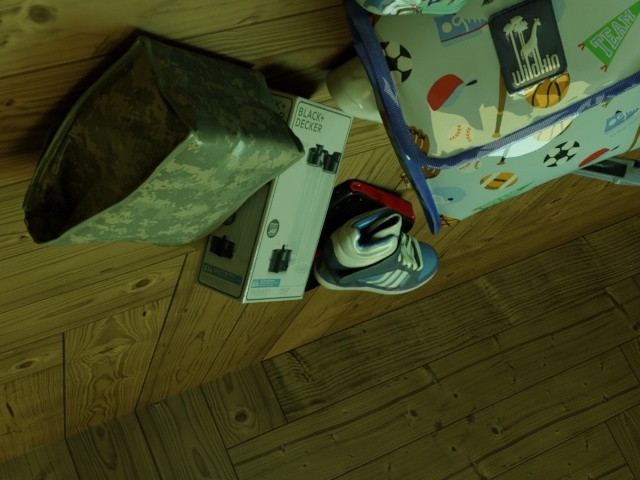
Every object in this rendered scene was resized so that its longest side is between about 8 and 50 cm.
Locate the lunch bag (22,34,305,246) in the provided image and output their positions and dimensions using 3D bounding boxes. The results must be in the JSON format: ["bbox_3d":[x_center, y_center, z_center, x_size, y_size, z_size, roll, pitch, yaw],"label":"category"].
[{"bbox_3d":[-0.206,-0.093,1.054,0.287,0.169,0.235,-38,161,26],"label":"lunch bag"}]

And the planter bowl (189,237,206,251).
[{"bbox_3d":[-0.178,-0.055,1.292,0.109,0.162,0.162,3,162,-3],"label":"planter bowl"}]

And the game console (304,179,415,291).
[{"bbox_3d":[0.000,0.000,1.898,0.386,0.060,0.342,-32,154,23],"label":"game console"}]

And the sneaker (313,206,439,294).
[{"bbox_3d":[0.160,0.018,1.830,0.322,0.130,0.236,-3,155,-25],"label":"sneaker"}]

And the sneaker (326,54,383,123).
[{"bbox_3d":[0.162,-0.242,1.250,0.169,0.108,0.292,-32,163,35],"label":"sneaker"}]

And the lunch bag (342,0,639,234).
[{"bbox_3d":[0.217,-0.206,0.985,0.327,0.239,0.385,-23,151,4],"label":"lunch bag"}]

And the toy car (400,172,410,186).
[{"bbox_3d":[0.217,-0.150,1.776,0.060,0.041,0.122,-19,163,-22],"label":"toy car"}]

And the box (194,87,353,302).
[{"bbox_3d":[-0.063,-0.063,1.203,0.169,0.087,0.290,5,102,-61],"label":"box"}]

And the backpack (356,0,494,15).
[{"bbox_3d":[0.116,-0.310,0.719,0.253,0.225,0.191,-14,163,-33],"label":"backpack"}]

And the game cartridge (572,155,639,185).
[{"bbox_3d":[0.553,-0.166,1.801,0.355,0.068,0.230,17,-173,34],"label":"game cartridge"}]
